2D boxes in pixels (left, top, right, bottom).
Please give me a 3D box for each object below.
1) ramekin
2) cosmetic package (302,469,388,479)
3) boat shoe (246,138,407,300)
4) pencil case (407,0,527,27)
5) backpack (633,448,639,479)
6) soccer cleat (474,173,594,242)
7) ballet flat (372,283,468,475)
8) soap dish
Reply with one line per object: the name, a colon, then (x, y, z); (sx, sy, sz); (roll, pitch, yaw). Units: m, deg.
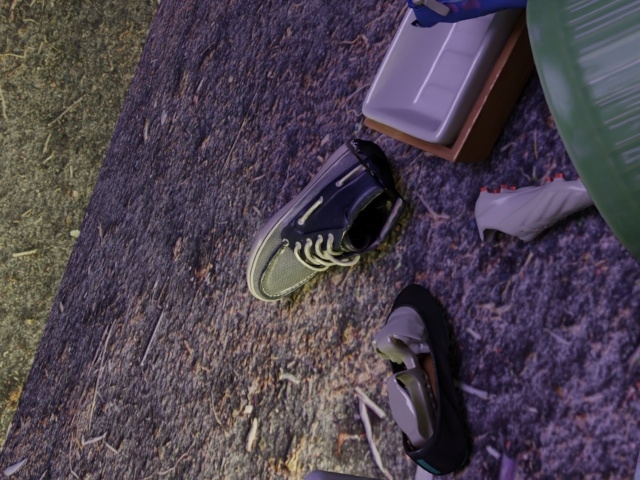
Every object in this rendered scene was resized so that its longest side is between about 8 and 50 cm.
ramekin: (0.336, -0.141, 0.679); (0.148, 0.303, 0.304); (-24, 54, 35)
cosmetic package: (0.099, 0.440, 0.598); (0.327, 0.393, 0.329); (-52, 38, 22)
boat shoe: (0.000, 0.000, 1.171); (0.341, 0.127, 0.158); (-53, 31, 19)
pencil case: (0.237, -0.327, 0.856); (0.306, 0.119, 0.133); (8, 49, 39)
backpack: (0.388, 0.163, 0.555); (0.253, 0.191, 0.225); (8, 78, 48)
soccer cleat: (0.279, -0.038, 0.896); (0.196, 0.068, 0.076); (-8, 82, 52)
ballet flat: (0.127, 0.167, 0.952); (0.095, 0.096, 0.281); (-41, 44, 33)
soap dish: (0.207, -0.266, 1.051); (0.229, 0.118, 0.291); (36, 101, 53)
